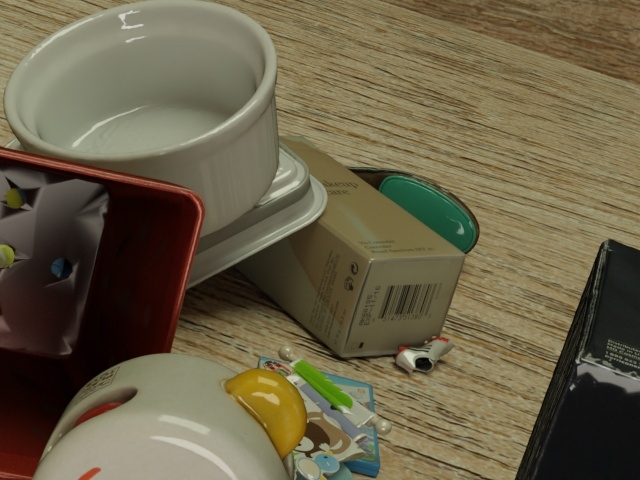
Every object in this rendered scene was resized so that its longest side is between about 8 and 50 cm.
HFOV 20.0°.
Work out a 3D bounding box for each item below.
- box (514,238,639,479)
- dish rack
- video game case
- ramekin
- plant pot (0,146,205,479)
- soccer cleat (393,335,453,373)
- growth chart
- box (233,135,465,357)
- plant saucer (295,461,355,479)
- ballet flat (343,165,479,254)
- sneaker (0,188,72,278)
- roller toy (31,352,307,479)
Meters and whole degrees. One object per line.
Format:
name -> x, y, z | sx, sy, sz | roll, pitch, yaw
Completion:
box -> 0.259, 0.196, 1.497 | 0.182, 0.296, 0.294 | 19, 22, 5
dish rack -> -0.183, -0.077, 1.964 | 0.285, 0.072, 0.333 | -27, 43, -22
video game case -> -0.004, 0.167, 1.751 | 0.119, 0.015, 0.166 | 15, 21, -7
ramekin -> -0.172, -0.115, 1.845 | 0.277, 0.135, 0.277 | -6, 39, 5
plant pot -> -0.270, 0.040, 1.561 | 0.267, 0.267, 0.236 | 12, 9, -14
soccer cleat -> 0.115, 0.124, 1.936 | 0.083, 0.029, 0.035 | -8, 41, -42
growth chart -> -0.043, 0.162, 1.624 | 0.172, 0.021, 0.237 | 32, 26, 30
box -> 0.000, 0.000, 2.017 | 0.148, 0.121, 0.311 | -3, 29, -40
plant saucer -> -0.065, 0.209, 1.570 | 0.195, 0.037, 0.195 | 15, 21, -6
ballet flat -> 0.061, -0.052, 2.243 | 0.280, 0.095, 0.096 | 17, 9, 0
sneaker -> -0.312, -0.003, 1.866 | 0.126, 0.091, 0.240 | 30, 16, -19
roller toy -> -0.116, 0.187, 1.364 | 0.191, 0.209, 0.146 | 11, 20, 0
